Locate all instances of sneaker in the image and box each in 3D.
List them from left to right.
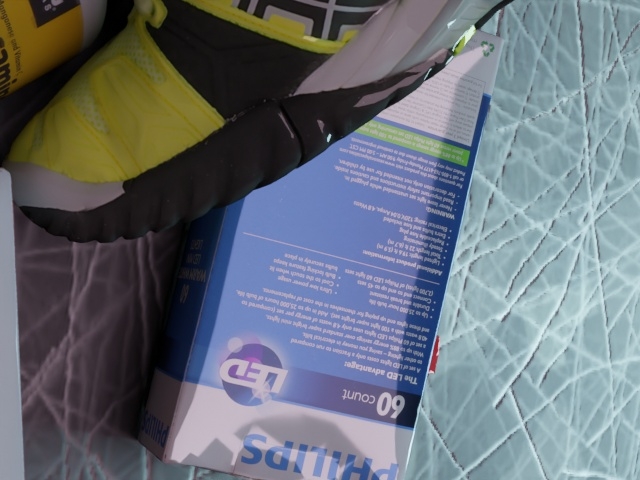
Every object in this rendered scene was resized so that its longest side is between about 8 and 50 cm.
[{"bbox_3d":[0.010,-0.139,0.499,0.385,0.145,0.147,-34,107,15],"label":"sneaker"}]

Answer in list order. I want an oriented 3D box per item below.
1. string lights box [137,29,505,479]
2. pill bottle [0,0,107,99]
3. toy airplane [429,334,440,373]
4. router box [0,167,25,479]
[{"bbox_3d":[0.000,0.000,0.655,0.133,0.077,0.259,15,86,-19],"label":"string lights box"},{"bbox_3d":[-0.161,-0.110,0.530,0.184,0.103,0.103,-37,115,-27],"label":"pill bottle"},{"bbox_3d":[0.015,0.074,0.722,0.151,0.028,0.151,-3,96,-34],"label":"toy airplane"},{"bbox_3d":[-0.265,0.124,0.385,0.335,0.082,0.301,0,84,-37],"label":"router box"}]
